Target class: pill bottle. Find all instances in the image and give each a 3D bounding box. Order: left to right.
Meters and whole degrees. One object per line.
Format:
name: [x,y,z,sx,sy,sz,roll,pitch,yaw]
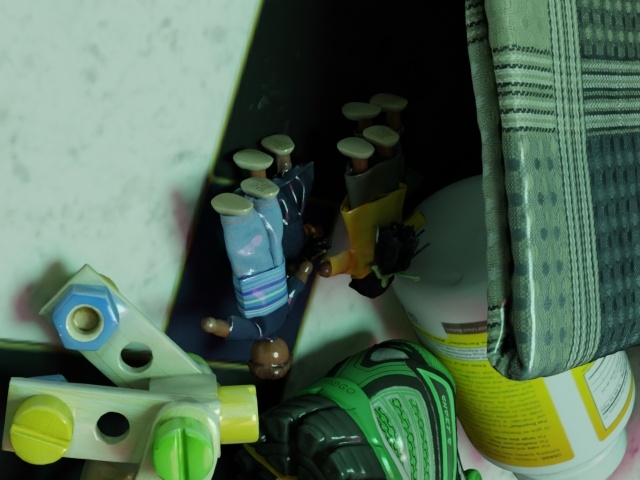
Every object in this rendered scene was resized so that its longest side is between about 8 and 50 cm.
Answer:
pill bottle: [0.129,0.067,0.958,0.117,0.117,0.215,-45,132,-21]

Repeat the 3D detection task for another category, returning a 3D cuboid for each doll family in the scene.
doll family: [0.000,0.000,0.844,0.193,0.076,0.111,-22,126,-30]

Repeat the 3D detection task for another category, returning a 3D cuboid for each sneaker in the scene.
sneaker: [0.060,0.218,0.944,0.146,0.134,0.343,-35,130,-35]

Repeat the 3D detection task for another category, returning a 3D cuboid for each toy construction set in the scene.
toy construction set: [-0.013,0.163,0.758,0.151,0.328,0.215,-39,149,-80]

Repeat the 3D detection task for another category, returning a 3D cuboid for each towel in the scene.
towel: [0.148,-0.097,0.854,0.312,0.056,0.324,-8,94,-59]
